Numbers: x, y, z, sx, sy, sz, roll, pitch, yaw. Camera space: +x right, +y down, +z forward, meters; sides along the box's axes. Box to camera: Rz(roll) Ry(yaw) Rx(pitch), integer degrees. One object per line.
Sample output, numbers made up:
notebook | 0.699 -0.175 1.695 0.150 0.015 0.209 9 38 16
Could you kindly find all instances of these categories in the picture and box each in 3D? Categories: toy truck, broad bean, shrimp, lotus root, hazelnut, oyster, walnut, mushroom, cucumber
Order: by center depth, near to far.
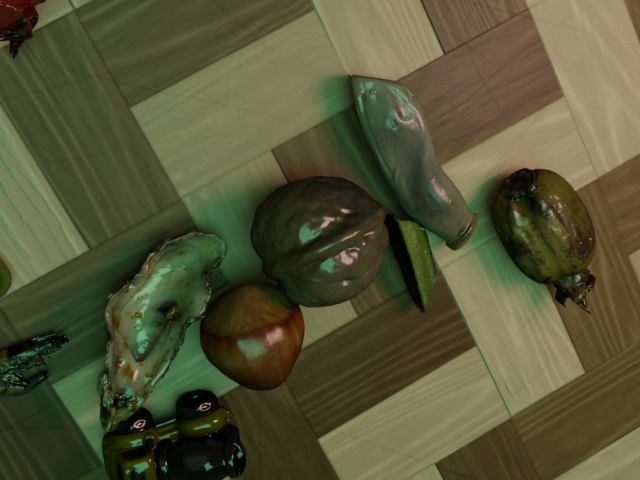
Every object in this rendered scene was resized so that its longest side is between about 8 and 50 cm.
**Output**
broad bean | -0.512 0.055 1.467 0.063 0.045 0.083 -6 112 -11
walnut | 0.000 0.000 1.493 0.224 0.224 0.224 -3 104 -14
oyster | -0.272 0.136 1.514 0.166 0.110 0.341 14 96 -22
shrimp | -0.471 0.199 1.521 0.161 0.034 0.091 -25 119 -1
hazelnut | -0.101 0.152 1.522 0.182 0.182 0.182 -3 104 -14
toy truck | -0.238 0.350 1.540 0.224 0.165 0.147 -10 106 -11
mushroom | 0.153 -0.130 1.569 0.109 0.097 0.351 -32 112 -3
cucumber | 0.155 0.020 1.601 0.070 0.046 0.220 -46 135 -29
lotus root | 0.399 -0.001 1.635 0.154 0.154 0.278 -36 108 -4

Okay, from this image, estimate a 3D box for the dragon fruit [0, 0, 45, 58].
dragon fruit | -0.466 -0.370 1.313 0.274 0.193 0.192 -4 77 -14
